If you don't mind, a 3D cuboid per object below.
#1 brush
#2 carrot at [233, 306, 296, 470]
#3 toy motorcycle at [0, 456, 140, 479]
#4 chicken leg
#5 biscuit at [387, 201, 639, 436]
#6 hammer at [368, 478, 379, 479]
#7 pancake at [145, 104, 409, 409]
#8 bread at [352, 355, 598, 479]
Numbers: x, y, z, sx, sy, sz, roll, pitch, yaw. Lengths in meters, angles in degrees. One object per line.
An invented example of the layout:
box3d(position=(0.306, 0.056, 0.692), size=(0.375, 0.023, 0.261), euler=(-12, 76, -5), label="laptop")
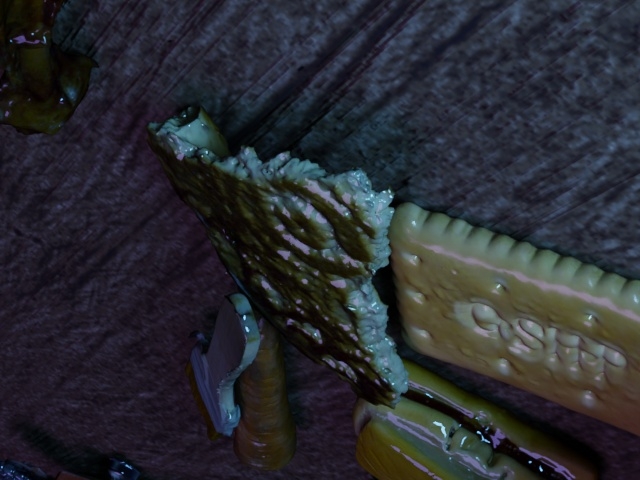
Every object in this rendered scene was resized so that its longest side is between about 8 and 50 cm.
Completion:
box3d(position=(-0.075, 0.097, 1.247), size=(0.336, 0.020, 0.085), euler=(121, 129, -73), label="brush")
box3d(position=(-0.045, 0.113, 1.301), size=(0.057, 0.057, 0.224), euler=(25, 147, 15), label="carrot")
box3d(position=(-0.228, 0.307, 1.745), size=(0.298, 0.089, 0.171), euler=(15, 148, 30), label="toy motorcycle")
box3d(position=(-0.187, -0.150, 0.983), size=(0.093, 0.113, 0.304), euler=(50, 158, 16), label="chicken leg")
box3d(position=(0.156, 0.064, 1.034), size=(0.249, 0.030, 0.160), euler=(21, 149, 22), label="biscuit")
box3d(position=(0.070, 0.195, 1.348), size=(0.029, 0.014, 0.123), euler=(47, 153, -5), label="hammer")
box3d(position=(0.000, 0.000, 1.054), size=(0.266, 0.057, 0.244), euler=(43, 152, -11), label="pancake")
box3d(position=(0.109, 0.167, 1.206), size=(0.200, 0.077, 0.116), euler=(29, 159, 11), label="bread")
